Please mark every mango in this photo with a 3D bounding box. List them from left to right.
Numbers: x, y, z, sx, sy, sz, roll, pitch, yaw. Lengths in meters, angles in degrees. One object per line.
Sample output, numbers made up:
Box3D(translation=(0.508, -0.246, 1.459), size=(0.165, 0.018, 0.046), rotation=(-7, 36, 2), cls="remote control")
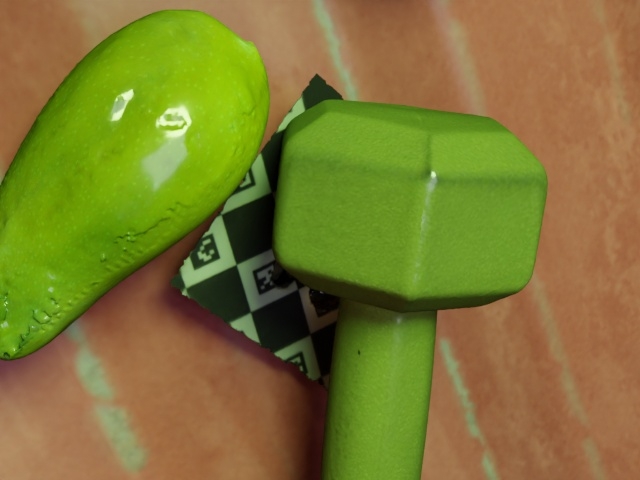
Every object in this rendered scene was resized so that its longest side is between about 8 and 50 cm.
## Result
Box3D(translation=(-0.088, -0.025, 0.380), size=(0.165, 0.091, 0.074), rotation=(-51, 126, -9), cls="mango")

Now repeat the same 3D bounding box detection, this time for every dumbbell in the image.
Box3D(translation=(0.025, 0.091, 0.424), size=(0.108, 0.121, 0.302), rotation=(4, 107, -2), cls="dumbbell")

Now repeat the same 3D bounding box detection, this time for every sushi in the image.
Box3D(translation=(0.000, 0.000, 0.460), size=(0.126, 0.026, 0.120), rotation=(37, 85, -34), cls="sushi")
